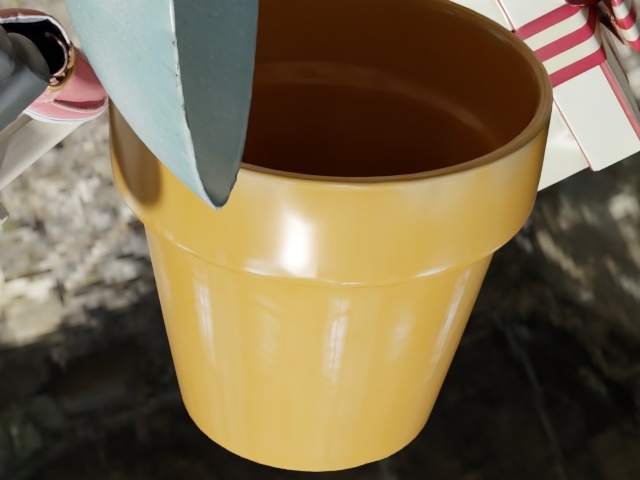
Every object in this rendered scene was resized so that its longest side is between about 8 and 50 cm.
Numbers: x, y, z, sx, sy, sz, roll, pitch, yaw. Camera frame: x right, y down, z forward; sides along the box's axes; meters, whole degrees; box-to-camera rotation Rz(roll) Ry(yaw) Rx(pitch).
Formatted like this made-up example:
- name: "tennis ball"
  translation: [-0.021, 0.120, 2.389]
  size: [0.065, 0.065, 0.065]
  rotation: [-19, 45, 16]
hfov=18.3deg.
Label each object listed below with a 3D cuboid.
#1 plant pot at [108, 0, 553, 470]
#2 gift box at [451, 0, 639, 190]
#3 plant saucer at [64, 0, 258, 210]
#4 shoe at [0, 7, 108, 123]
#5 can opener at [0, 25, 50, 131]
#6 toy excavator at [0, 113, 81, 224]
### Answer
- name: "plant pot"
  translation: [0.000, 0.000, 0.960]
  size: [0.205, 0.205, 0.188]
  rotation: [-7, 124, -17]
- name: "gift box"
  translation: [0.093, -0.176, 1.484]
  size: [0.258, 0.255, 0.276]
  rotation: [-25, 125, 12]
- name: "plant saucer"
  translation: [-0.042, -0.105, 0.508]
  size: [0.037, 0.195, 0.195]
  rotation: [1, 144, 4]
- name: "shoe"
  translation: [-0.204, -0.127, 1.462]
  size: [0.081, 0.063, 0.178]
  rotation: [12, 172, 43]
- name: "can opener"
  translation: [-0.298, -0.048, 1.226]
  size: [0.283, 0.095, 0.076]
  rotation: [-40, 153, 11]
- name: "toy excavator"
  translation: [-0.152, -0.170, 1.750]
  size: [0.445, 0.433, 0.222]
  rotation: [-35, 101, 31]
